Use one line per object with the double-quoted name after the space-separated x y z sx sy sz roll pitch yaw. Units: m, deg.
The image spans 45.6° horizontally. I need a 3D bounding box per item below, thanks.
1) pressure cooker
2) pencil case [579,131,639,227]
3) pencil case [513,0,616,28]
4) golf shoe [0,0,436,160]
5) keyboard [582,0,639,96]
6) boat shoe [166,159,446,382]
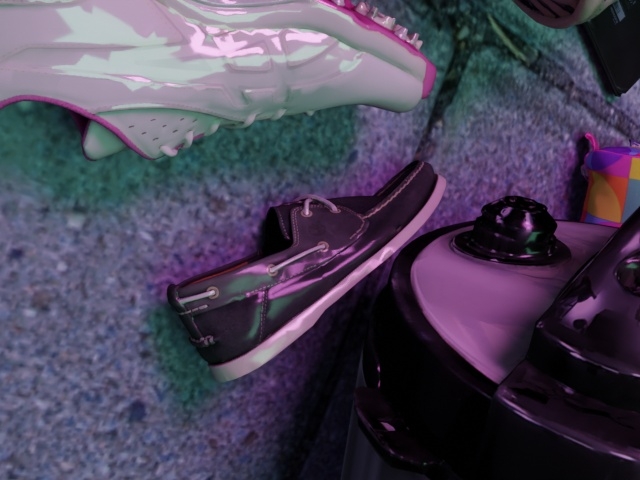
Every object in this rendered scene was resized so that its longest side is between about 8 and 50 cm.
0.190 0.162 0.511 0.376 0.370 0.420 4 112 -9 "pressure cooker"
0.284 0.020 0.725 0.105 0.104 0.236 -4 106 -33 "pencil case"
0.277 -0.324 0.495 0.410 0.160 0.183 -35 85 -1 "pencil case"
-0.072 -0.107 0.448 0.306 0.115 0.140 11 109 -29 "golf shoe"
0.268 -0.228 0.682 0.108 0.023 0.180 -45 125 -6 "keyboard"
0.000 0.000 0.538 0.233 0.084 0.079 -37 96 -26 "boat shoe"
